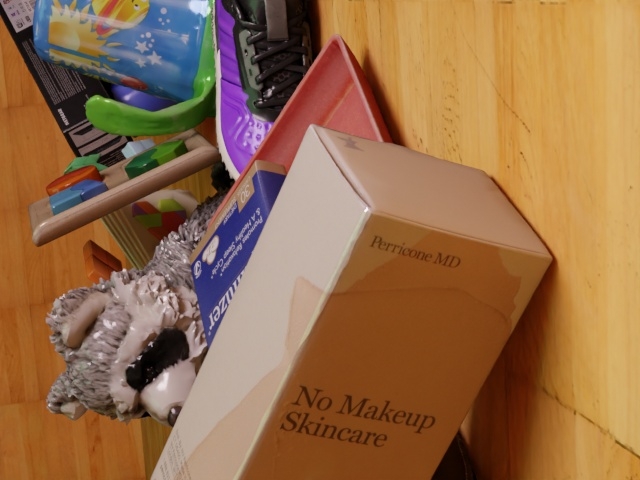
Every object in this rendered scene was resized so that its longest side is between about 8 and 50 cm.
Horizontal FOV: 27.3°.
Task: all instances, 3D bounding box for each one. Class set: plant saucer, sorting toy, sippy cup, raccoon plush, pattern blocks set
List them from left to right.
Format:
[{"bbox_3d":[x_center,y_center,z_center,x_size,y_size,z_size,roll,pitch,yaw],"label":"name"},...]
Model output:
[{"bbox_3d":[-0.210,-0.273,1.525,0.305,0.224,0.240,-100,20,-66],"label":"sippy cup"},{"bbox_3d":[-0.177,-0.089,1.434,0.041,0.307,0.229,66,172,-13],"label":"sorting toy"},{"bbox_3d":[-0.160,0.043,1.425,0.446,0.299,0.216,-124,30,-62],"label":"raccoon plush"},{"bbox_3d":[-0.173,0.013,1.602,0.325,0.285,0.026,48,123,5],"label":"pattern blocks set"},{"bbox_3d":[0.000,0.000,1.134,0.258,0.047,0.259,-54,39,34],"label":"plant saucer"}]

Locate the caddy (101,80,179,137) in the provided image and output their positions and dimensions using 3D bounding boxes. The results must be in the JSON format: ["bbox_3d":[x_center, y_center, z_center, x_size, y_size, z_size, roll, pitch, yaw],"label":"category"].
[{"bbox_3d":[-0.250,-0.294,1.893,0.241,0.179,0.341,65,173,-22],"label":"caddy"}]

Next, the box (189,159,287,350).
[{"bbox_3d":[-0.052,0.058,1.120,0.136,0.036,0.225,-52,41,36],"label":"box"}]

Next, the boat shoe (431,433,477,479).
[{"bbox_3d":[0.060,0.148,1.035,0.257,0.095,0.095,-145,56,-72],"label":"boat shoe"}]

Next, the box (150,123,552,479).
[{"bbox_3d":[0.010,0.093,0.891,0.311,0.148,0.121,-66,28,23],"label":"box"}]

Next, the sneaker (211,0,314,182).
[{"bbox_3d":[-0.052,-0.179,1.303,0.146,0.102,0.293,112,149,-61],"label":"sneaker"}]

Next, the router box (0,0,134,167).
[{"bbox_3d":[-0.343,-0.195,1.883,0.309,0.081,0.243,57,172,36],"label":"router box"}]
